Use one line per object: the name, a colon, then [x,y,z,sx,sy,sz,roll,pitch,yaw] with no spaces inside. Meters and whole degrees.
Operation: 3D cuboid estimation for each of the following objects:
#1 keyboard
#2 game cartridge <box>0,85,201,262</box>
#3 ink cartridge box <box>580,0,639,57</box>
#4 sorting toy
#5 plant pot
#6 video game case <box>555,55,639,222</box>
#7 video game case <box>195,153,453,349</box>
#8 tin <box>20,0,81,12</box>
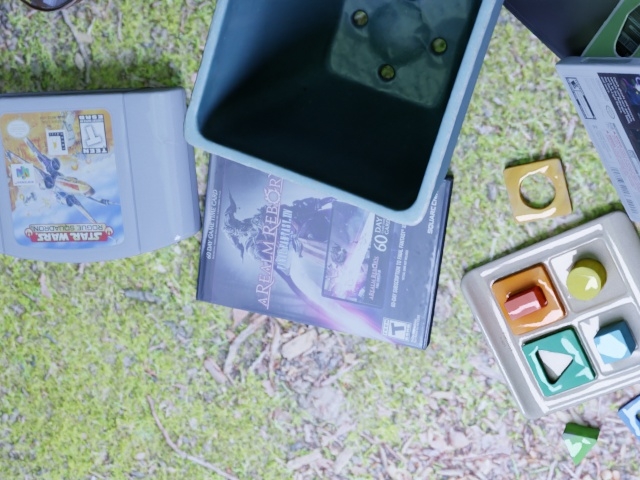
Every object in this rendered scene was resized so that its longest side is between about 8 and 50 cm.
keyboard: [0.340,-0.222,1.462,0.317,0.033,0.201,43,117,3]
game cartridge: [-0.286,-0.074,1.691,0.297,0.062,0.198,-1,99,18]
ink cartridge box: [0.379,-0.155,1.425,0.235,0.056,0.171,49,119,28]
sorting toy: [0.265,0.084,1.555,0.196,0.047,0.347,-24,95,22]
plant pot: [0.049,-0.190,1.444,0.248,0.252,0.247,21,109,12]
video game case: [0.315,-0.092,1.421,0.022,0.173,0.190,-34,108,-14]
video game case: [0.000,0.000,1.632,0.274,0.026,0.196,11,107,14]
tin: [-0.287,-0.347,1.630,0.106,0.040,0.189,23,110,7]
